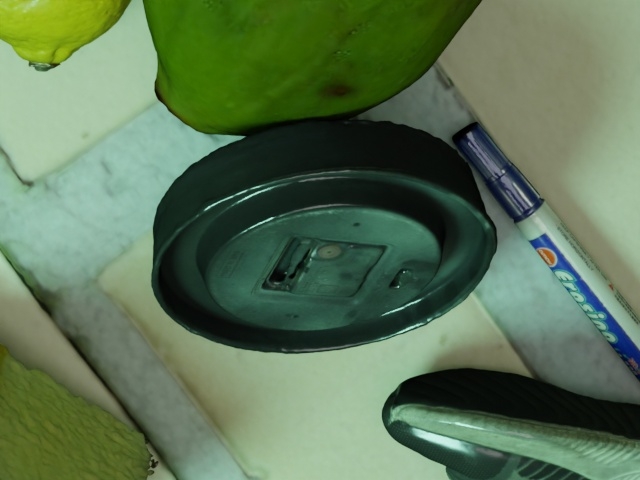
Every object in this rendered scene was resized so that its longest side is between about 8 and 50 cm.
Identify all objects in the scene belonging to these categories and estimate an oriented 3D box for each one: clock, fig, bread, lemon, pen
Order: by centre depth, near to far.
[{"bbox_3d":[-0.019,-0.151,0.915,0.203,0.203,0.225,40,113,-11],"label":"fig"},{"bbox_3d":[-0.147,-0.155,0.939,0.109,0.109,0.133,1,97,-6],"label":"lemon"},{"bbox_3d":[0.000,0.000,0.958,0.184,0.184,0.040,-4,58,-5],"label":"clock"},{"bbox_3d":[-0.173,0.132,0.971,0.147,0.152,0.127,35,96,-20],"label":"bread"},{"bbox_3d":[0.145,0.014,1.042,0.025,0.025,0.204,-40,101,2],"label":"pen"}]

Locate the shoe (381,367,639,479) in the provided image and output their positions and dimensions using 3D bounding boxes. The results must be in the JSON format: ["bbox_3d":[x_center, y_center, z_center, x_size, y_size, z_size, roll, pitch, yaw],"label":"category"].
[{"bbox_3d":[0.140,0.146,1.033,0.227,0.099,0.112,12,106,-9],"label":"shoe"}]
